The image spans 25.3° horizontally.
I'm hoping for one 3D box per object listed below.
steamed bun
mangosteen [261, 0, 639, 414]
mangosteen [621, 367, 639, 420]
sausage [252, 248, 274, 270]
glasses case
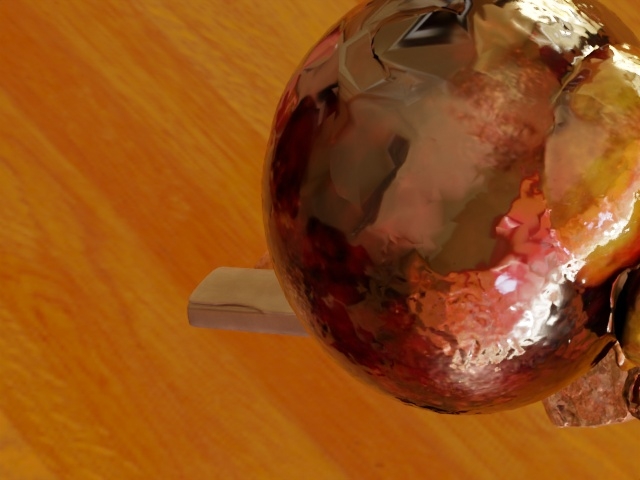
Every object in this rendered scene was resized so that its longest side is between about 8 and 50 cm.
[{"bbox_3d":[0.324,0.142,1.644,0.175,0.106,0.145,-18,94,30],"label":"steamed bun"},{"bbox_3d":[0.075,-0.021,0.608,0.210,0.210,0.210,-2,84,22],"label":"mangosteen"},{"bbox_3d":[0.337,0.004,0.902,0.330,0.330,0.330,-2,84,22],"label":"mangosteen"},{"bbox_3d":[0.001,0.000,1.888,0.270,0.109,0.109,-48,68,32],"label":"sausage"},{"bbox_3d":[-0.016,0.054,1.201,0.190,0.072,0.042,3,116,29],"label":"glasses case"}]
